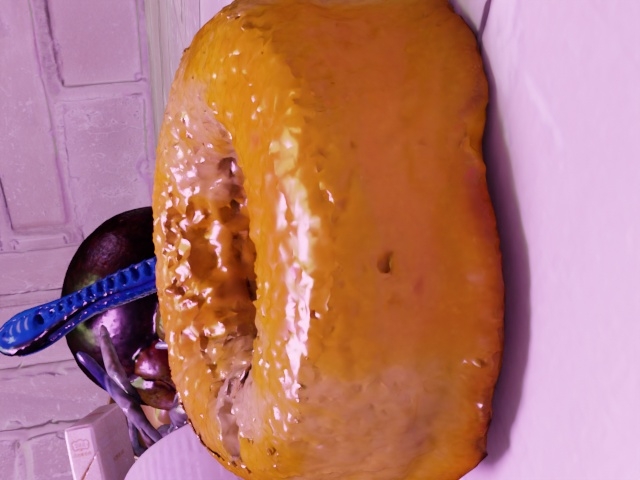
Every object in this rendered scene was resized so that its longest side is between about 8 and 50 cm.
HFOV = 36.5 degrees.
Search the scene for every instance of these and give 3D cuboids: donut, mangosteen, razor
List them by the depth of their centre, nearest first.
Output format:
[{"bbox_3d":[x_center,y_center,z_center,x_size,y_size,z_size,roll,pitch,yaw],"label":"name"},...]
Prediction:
[{"bbox_3d":[-0.001,0.000,0.446,0.253,0.118,0.253,11,102,63],"label":"donut"},{"bbox_3d":[-0.154,0.028,0.850,0.056,0.324,0.093,37,-150,-48],"label":"razor"},{"bbox_3d":[-0.136,0.072,0.956,0.250,0.211,0.211,15,114,48],"label":"mangosteen"}]

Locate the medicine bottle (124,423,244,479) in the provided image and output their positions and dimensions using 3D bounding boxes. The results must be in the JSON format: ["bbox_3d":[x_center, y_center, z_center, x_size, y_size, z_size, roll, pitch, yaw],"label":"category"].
[{"bbox_3d":[-0.015,0.233,0.482,0.273,0.165,0.165,-110,18,-47],"label":"medicine bottle"}]

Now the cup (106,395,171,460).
[{"bbox_3d":[-0.134,0.214,1.110,0.131,0.176,0.155,-60,-30,-12],"label":"cup"}]

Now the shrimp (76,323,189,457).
[{"bbox_3d":[-0.063,0.169,0.723,0.410,0.166,0.221,70,-147,-48],"label":"shrimp"}]

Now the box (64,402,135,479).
[{"bbox_3d":[-0.143,0.205,0.691,0.090,0.024,0.167,4,-106,-89],"label":"box"}]
